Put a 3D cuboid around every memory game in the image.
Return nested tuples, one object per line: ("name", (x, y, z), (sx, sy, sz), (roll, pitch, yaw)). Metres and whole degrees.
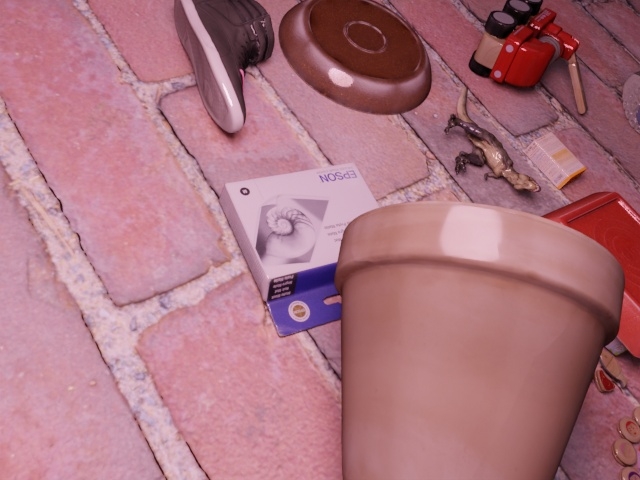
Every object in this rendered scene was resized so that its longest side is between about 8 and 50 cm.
("memory game", (0.489, 0.322, 0.841), (0.186, 0.012, 0.186), (10, 54, -15))

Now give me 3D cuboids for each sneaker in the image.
("sneaker", (0.774, -0.246, 1.307), (0.129, 0.111, 0.297), (-18, 69, -48))
("sneaker", (-0.127, -0.294, 0.952), (0.146, 0.105, 0.296), (-10, 58, -22))

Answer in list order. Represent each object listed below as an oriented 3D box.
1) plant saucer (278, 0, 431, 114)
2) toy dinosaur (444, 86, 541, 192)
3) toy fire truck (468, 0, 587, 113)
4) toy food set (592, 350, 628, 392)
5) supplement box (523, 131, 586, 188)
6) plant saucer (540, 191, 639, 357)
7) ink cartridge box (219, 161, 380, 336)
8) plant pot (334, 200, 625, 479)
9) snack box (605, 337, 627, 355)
("plant saucer", (0.077, -0.364, 1.123), (0.310, 0.050, 0.311), (11, 54, -16))
("toy dinosaur", (0.278, -0.174, 1.069), (0.118, 0.064, 0.268), (-6, 58, -33))
("toy fire truck", (0.453, -0.364, 1.230), (0.246, 0.159, 0.217), (35, 50, 16))
("toy food set", (0.402, 0.177, 0.903), (0.077, 0.019, 0.122), (-24, 77, -33))
("supplement box", (0.439, -0.150, 1.129), (0.062, 0.036, 0.098), (-25, 70, -33))
("plant saucer", (0.492, 0.030, 0.976), (0.258, 0.048, 0.259), (-19, 65, -37))
("ink cartridge box", (0.000, 0.000, 0.842), (0.223, 0.045, 0.224), (-14, 64, -30))
("plant pot", (0.147, 0.154, 0.663), (0.323, 0.323, 0.281), (19, 70, -9))
("snack box", (0.465, 0.102, 0.965), (0.100, 0.037, 0.141), (42, 51, 7))
